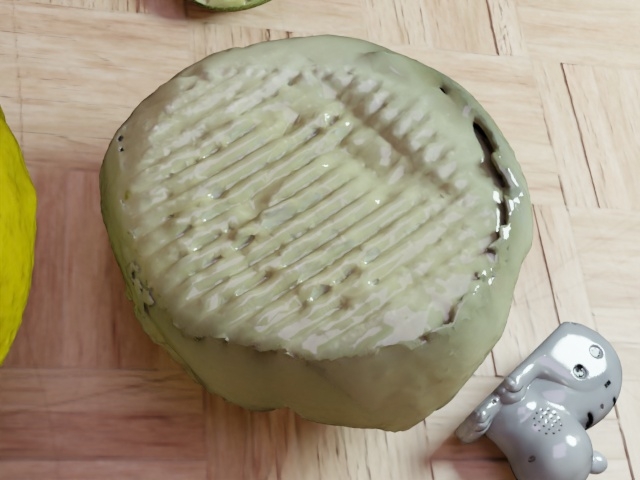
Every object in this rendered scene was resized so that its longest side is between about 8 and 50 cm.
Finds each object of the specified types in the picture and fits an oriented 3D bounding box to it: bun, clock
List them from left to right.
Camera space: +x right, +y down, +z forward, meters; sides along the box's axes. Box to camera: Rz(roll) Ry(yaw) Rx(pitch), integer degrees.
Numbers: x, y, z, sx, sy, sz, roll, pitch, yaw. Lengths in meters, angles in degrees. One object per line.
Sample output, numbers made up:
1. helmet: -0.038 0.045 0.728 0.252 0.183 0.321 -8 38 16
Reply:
1. bun: 0.000 0.000 0.922 0.359 0.211 0.360 -1 63 1
2. clock: 0.218 0.156 0.985 0.117 0.080 0.176 45 58 12

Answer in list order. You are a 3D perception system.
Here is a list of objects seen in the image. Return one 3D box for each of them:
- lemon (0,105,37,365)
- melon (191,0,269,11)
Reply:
1. lemon: -0.362 -0.003 0.730 0.350 0.350 0.387 36 64 5
2. melon: -0.102 -0.292 1.162 0.128 0.079 0.160 -42 79 -15
